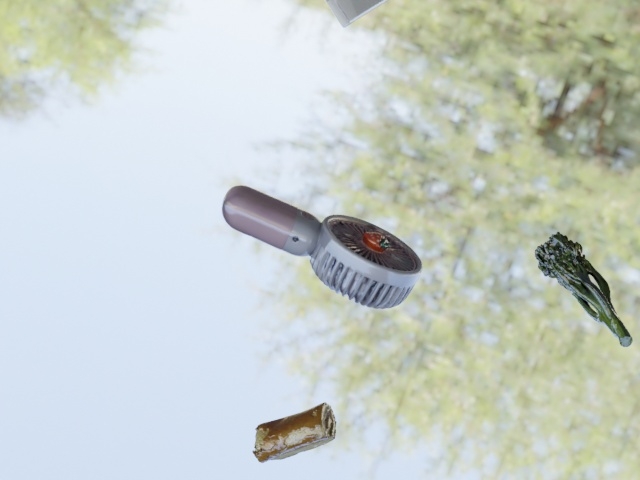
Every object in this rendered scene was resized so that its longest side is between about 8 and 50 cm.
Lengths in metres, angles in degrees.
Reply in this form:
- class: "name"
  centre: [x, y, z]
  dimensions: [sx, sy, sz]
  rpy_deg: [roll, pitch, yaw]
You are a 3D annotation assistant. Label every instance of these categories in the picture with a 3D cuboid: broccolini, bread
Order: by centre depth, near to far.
- class: "bread"
  centre: [-0.026, 0.196, 1.412]
  dimensions: [0.047, 0.083, 0.036]
  rpy_deg: [-88, -27, -53]
- class: "broccolini"
  centre: [0.358, 0.065, 1.821]
  dimensions: [0.068, 0.091, 0.202]
  rpy_deg: [-27, -132, -16]

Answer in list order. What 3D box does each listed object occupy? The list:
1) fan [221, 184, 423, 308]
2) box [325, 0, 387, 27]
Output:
- class: "fan"
  centre: [0.000, 0.000, 1.612]
  dimensions: [0.244, 0.074, 0.130]
  rpy_deg: [24, -159, -8]
- class: "box"
  centre: [0.075, -0.328, 1.537]
  dimensions: [0.109, 0.198, 0.029]
  rpy_deg: [57, 161, -3]
